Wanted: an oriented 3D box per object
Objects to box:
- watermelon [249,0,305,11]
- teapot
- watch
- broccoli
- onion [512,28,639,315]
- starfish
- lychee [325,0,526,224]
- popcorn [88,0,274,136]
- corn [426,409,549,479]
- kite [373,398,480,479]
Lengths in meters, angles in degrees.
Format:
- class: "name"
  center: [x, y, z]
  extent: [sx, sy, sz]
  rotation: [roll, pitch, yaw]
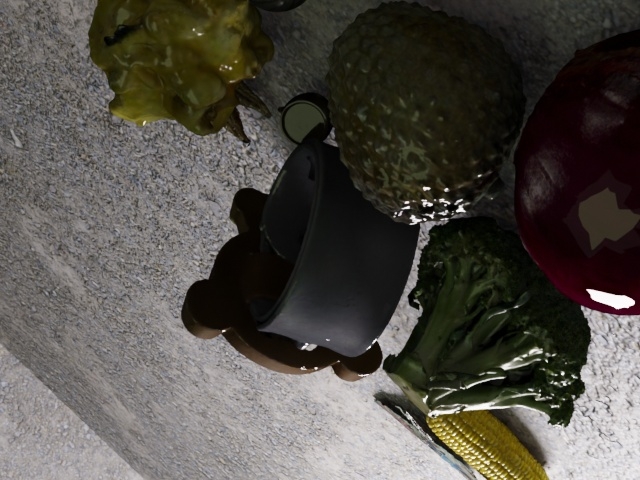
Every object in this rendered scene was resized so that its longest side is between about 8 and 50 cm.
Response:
- class: "watermelon"
  center: [-0.064, -0.355, 1.541]
  extent: [0.133, 0.105, 0.105]
  rotation: [47, 158, 42]
- class: "teapot"
  center: [-0.008, -0.179, 1.727]
  extent: [0.121, 0.068, 0.076]
  rotation: [7, 117, 13]
- class: "watch"
  center: [0.000, 0.000, 1.701]
  extent: [0.314, 0.335, 0.327]
  rotation: [19, 137, -18]
- class: "broccoli"
  center: [0.227, 0.119, 1.624]
  extent: [0.321, 0.283, 0.304]
  rotation: [45, 165, 25]
- class: "onion"
  center: [0.341, -0.064, 1.301]
  extent: [0.282, 0.260, 0.336]
  rotation: [42, 150, 10]
- class: "starfish"
  center: [-0.170, -0.252, 1.834]
  extent: [0.227, 0.043, 0.240]
  rotation: [41, 145, -1]
- class: "lychee"
  center: [0.122, -0.152, 1.427]
  extent: [0.274, 0.255, 0.255]
  rotation: [41, 150, -13]
- class: "popcorn"
  center: [-0.195, -0.277, 1.656]
  extent: [0.252, 0.215, 0.286]
  rotation: [23, 134, -9]
- class: "corn"
  center: [0.285, 0.349, 2.020]
  extent: [0.244, 0.093, 0.093]
  rotation: [42, 149, -8]
- class: "kite"
  center: [0.201, 0.367, 2.133]
  extent: [0.335, 0.011, 0.314]
  rotation: [31, 167, 46]
